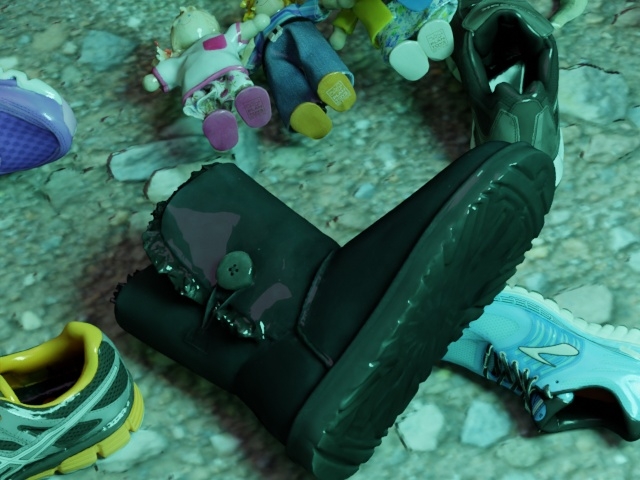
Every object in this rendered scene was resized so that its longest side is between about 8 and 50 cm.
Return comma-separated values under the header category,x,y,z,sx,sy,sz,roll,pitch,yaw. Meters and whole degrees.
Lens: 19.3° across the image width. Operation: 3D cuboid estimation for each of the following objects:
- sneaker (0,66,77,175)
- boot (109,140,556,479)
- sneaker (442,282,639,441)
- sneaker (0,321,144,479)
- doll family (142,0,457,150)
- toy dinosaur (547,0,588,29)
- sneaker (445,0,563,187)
category,x,y,z,sx,sy,sz,roll,pitch,yaw
sneaker,-0.286,-0.051,1.305,0.236,0.095,0.105,-7,49,6
boot,0.000,0.000,1.169,0.207,0.094,0.246,37,92,32
sneaker,0.136,0.079,1.154,0.162,0.063,0.073,14,51,19
sneaker,-0.208,0.117,1.126,0.215,0.083,0.084,-32,52,-23
doll family,0.003,-0.156,1.373,0.263,0.118,0.163,-35,41,9
toy dinosaur,0.213,-0.257,1.496,0.118,0.064,0.268,-11,46,3
sneaker,0.132,-0.139,1.344,0.078,0.106,0.234,-5,44,-2
